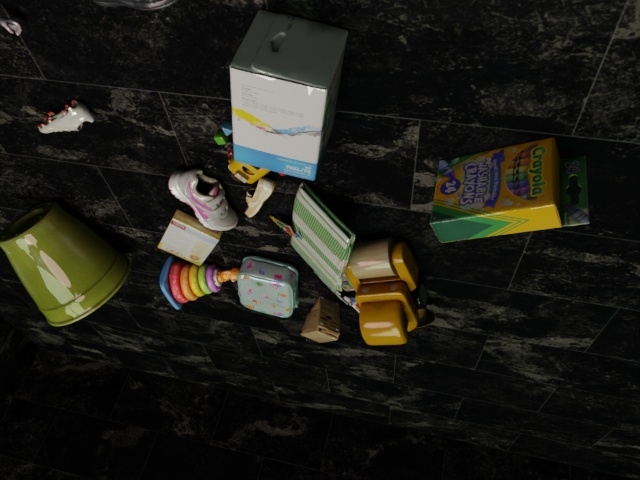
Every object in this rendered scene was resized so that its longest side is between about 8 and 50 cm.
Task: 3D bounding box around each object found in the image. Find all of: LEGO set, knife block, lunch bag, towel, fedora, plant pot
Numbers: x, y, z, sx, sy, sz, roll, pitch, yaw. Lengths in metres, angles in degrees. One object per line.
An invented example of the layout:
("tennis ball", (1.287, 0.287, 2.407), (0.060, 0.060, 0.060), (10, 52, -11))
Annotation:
("LEGO set", (0.099, 0.197, 1.899), (0.244, 0.060, 0.182), (44, 179, -31))
("knife block", (-0.017, 0.346, 2.061), (0.088, 0.276, 0.242), (23, 116, -11))
("lunch bag", (-0.186, 0.174, 1.991), (0.223, 0.108, 0.279), (10, 147, 4))
("towel", (0.000, 0.000, 1.621), (0.248, 0.038, 0.325), (46, 155, 21))
("fedora", (0.300, 0.231, 1.861), (0.194, 0.194, 0.079), (7, 109, 14))
("plant pot", (-0.960, 0.060, 1.977), (0.366, 0.367, 0.353), (-7, 129, 31))

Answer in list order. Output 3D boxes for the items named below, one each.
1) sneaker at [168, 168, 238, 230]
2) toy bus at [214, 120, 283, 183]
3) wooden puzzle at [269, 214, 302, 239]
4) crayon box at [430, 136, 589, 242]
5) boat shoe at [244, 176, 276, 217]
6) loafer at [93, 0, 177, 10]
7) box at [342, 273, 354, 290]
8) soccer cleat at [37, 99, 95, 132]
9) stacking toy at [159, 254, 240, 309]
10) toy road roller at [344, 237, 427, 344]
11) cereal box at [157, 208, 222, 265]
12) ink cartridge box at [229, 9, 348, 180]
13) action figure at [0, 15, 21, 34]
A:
("sneaker", (-0.334, -0.121, 1.631), (0.111, 0.103, 0.252), (-13, 137, 39))
("toy bus", (-0.193, -0.206, 1.445), (0.190, 0.105, 0.202), (8, 145, 13))
("wooden puzzle", (-0.110, -0.038, 1.688), (0.116, 0.014, 0.079), (28, 163, 42))
("crayon box", (0.423, -0.117, 1.225), (0.322, 0.203, 0.083), (-8, 139, 31))
("boat shoe", (-0.190, -0.133, 1.596), (0.059, 0.063, 0.170), (30, 135, -15))
("loafer", (-0.385, -0.520, 1.097), (0.223, 0.076, 0.078), (10, 154, 16))
("box", (0.077, 0.099, 1.835), (0.114, 0.036, 0.207), (-14, 136, 37))
("soccer cleat", (-0.722, -0.333, 1.524), (0.196, 0.068, 0.076), (-12, 140, 32))
("stacking toy", (-0.434, 0.143, 2.044), (0.301, 0.175, 0.166), (-9, 136, 12))
("toy road roller", (0.197, 0.175, 1.676), (0.202, 0.241, 0.330), (-9, 131, 27))
("cereal box", (-0.463, -0.004, 1.904), (0.172, 0.047, 0.240), (27, 145, -16))
("ink cartridge box", (-0.070, -0.307, 1.163), (0.197, 0.198, 0.270), (15, 147, 3))
("action figure", (-0.874, -0.556, 1.219), (0.370, 0.248, 0.276), (-28, 85, 31))
